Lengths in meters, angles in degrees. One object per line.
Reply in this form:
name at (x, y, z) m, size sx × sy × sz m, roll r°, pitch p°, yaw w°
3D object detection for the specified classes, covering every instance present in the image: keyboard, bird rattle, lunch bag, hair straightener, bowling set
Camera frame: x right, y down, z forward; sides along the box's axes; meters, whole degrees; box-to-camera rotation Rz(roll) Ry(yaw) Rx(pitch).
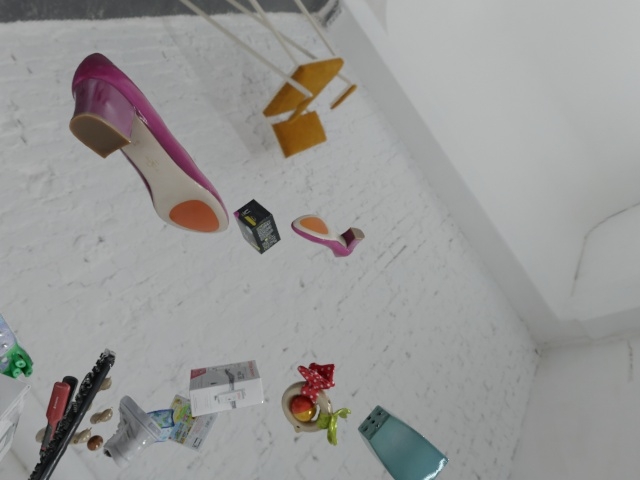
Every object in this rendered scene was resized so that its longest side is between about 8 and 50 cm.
keyboard at (-0.460, 0.345, 0.737) m, size 0.202 × 0.033 × 0.316 m, roll -19°, pitch -137°, yaw 62°
bird rattle at (-0.029, 0.498, 1.253) m, size 0.207 × 0.253 × 0.143 m, roll -23°, pitch -169°, yaw 21°
lunch bag at (-0.662, 0.731, 1.612) m, size 0.152 × 0.096 × 0.128 m, roll 10°, pitch 127°, yaw -31°
hair straightener at (-0.657, 0.453, 1.049) m, size 0.089 × 0.047 × 0.230 m, roll -119°, pitch -139°, yaw -85°
bowling set at (-0.812, 0.643, 1.464) m, size 0.154 × 0.199 × 0.287 m, roll -29°, pitch -165°, yaw 35°

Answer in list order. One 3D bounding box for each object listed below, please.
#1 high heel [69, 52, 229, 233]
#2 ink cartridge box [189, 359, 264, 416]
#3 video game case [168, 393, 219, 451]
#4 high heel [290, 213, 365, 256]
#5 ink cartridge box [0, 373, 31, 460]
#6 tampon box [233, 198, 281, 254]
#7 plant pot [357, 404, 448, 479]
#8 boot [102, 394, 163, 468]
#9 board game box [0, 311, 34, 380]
high heel at (-0.285, -0.161, 0.766) m, size 0.127 × 0.181 × 0.377 m, roll -18°, pitch 146°, yaw 9°
ink cartridge box at (-0.392, 0.605, 1.717) m, size 0.284 × 0.117 × 0.207 m, roll -6°, pitch -173°, yaw -15°
video game case at (-0.583, 0.805, 1.815) m, size 0.226 × 0.207 × 0.026 m, roll -62°, pitch -173°, yaw 15°
high heel at (0.000, 0.000, 1.085) m, size 0.244 × 0.082 × 0.117 m, roll 4°, pitch 143°, yaw -45°
ink cartridge box at (-0.801, 0.404, 0.915) m, size 0.272 × 0.199 × 0.114 m, roll -56°, pitch -167°, yaw 26°
tampon box at (-0.239, -0.051, 1.568) m, size 0.101 × 0.120 × 0.160 m, roll -40°, pitch 147°, yaw -20°
plant pot at (0.246, 0.660, 1.329) m, size 0.165 × 0.234 × 0.166 m, roll -44°, pitch -173°, yaw -14°
boot at (-0.499, 0.481, 1.043) m, size 0.123 × 0.095 × 0.258 m, roll -43°, pitch -161°, yaw -32°
board game box at (-0.938, 0.285, 0.939) m, size 0.390 × 0.050 × 0.389 m, roll -30°, pitch 135°, yaw -34°
